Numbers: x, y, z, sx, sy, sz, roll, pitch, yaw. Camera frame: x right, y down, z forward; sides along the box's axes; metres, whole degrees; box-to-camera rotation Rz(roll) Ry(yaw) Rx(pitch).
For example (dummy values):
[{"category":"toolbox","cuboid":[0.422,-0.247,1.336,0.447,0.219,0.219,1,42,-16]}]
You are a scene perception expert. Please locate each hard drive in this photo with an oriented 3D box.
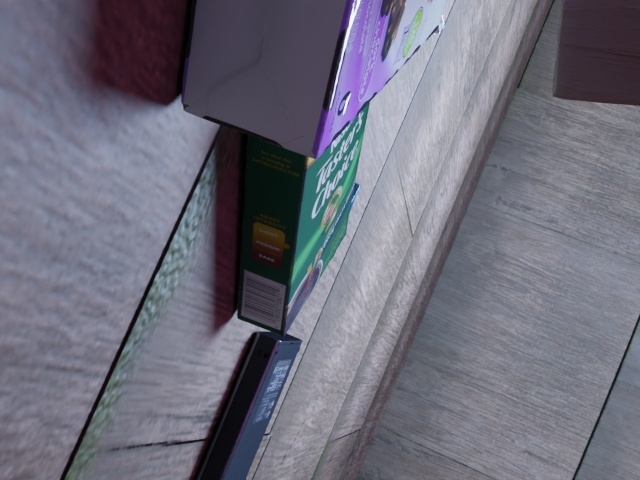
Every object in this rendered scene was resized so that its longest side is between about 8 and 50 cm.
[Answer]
[{"category":"hard drive","cuboid":[-0.057,0.139,0.724,0.094,0.022,0.135,32,80,-78]}]

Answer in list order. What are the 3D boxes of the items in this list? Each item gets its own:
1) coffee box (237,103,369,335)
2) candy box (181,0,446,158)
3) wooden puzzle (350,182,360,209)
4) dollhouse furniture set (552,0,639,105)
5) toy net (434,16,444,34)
[{"category":"coffee box","cuboid":[-0.010,-0.034,0.574,0.184,0.040,0.113,99,17,-48]},{"category":"candy box","cuboid":[0.021,-0.156,0.414,0.196,0.070,0.165,-52,160,-53]},{"category":"wooden puzzle","cuboid":[0.000,0.000,0.757,0.116,0.014,0.078,-51,164,-55]},{"category":"dollhouse furniture set","cuboid":[0.280,-0.311,0.474,0.362,0.256,0.394,-64,156,-52]},{"category":"toy net","cuboid":[0.115,-0.238,0.757,0.122,0.045,0.232,98,18,-51]}]
